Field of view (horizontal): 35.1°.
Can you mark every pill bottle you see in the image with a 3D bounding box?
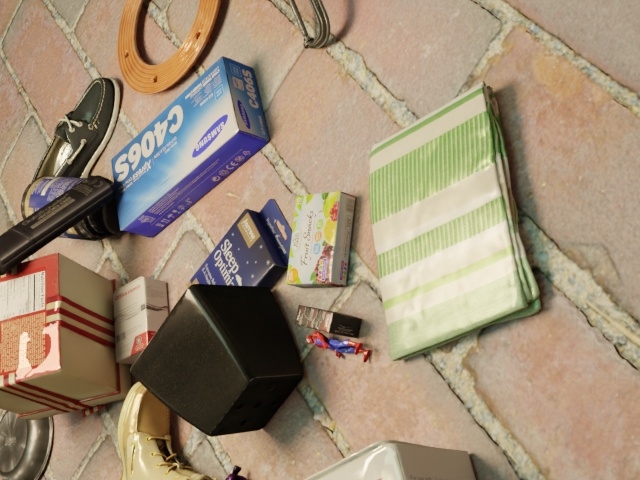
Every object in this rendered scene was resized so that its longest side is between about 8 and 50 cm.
[{"bbox_3d":[-0.470,-0.063,1.982,0.219,0.122,0.123,5,82,34],"label":"pill bottle"}]

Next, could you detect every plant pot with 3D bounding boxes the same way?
[{"bbox_3d":[-0.140,0.191,1.542,0.167,0.188,0.187,49,114,30],"label":"plant pot"}]

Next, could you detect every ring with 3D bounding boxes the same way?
[{"bbox_3d":[-0.294,-0.447,1.994,0.336,0.032,0.337,-15,69,43],"label":"ring"}]

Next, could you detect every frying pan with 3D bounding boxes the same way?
[{"bbox_3d":[-0.630,0.471,2.063,0.197,0.053,0.326,17,88,48],"label":"frying pan"}]

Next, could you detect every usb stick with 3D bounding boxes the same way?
[{"bbox_3d":[-0.486,-0.031,1.808,0.077,0.278,0.045,21,137,36],"label":"usb stick"}]

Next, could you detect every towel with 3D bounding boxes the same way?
[{"bbox_3d":[0.169,-0.024,1.381,0.247,0.038,0.325,-27,62,40],"label":"towel"}]

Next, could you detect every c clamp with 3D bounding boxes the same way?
[{"bbox_3d":[-0.030,-0.381,1.664,0.161,0.022,0.137,65,151,13],"label":"c clamp"}]

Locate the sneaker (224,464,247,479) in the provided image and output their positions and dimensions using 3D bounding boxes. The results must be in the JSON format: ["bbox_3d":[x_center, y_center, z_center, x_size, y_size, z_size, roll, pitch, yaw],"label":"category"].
[{"bbox_3d":[-0.096,0.423,1.493,0.223,0.083,0.098,32,94,46],"label":"sneaker"}]

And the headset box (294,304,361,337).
[{"bbox_3d":[0.014,0.119,1.478,0.083,0.062,0.032,10,87,47],"label":"headset box"}]

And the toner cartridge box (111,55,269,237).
[{"bbox_3d":[-0.244,-0.161,1.822,0.347,0.075,0.165,-36,56,34],"label":"toner cartridge box"}]

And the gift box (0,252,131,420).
[{"bbox_3d":[-0.509,0.179,1.851,0.276,0.258,0.255,-11,67,20],"label":"gift box"}]

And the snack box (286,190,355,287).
[{"bbox_3d":[0.000,0.000,1.547,0.100,0.037,0.141,-5,75,47],"label":"snack box"}]

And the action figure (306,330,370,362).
[{"bbox_3d":[0.020,0.154,1.480,0.115,0.038,0.030,12,71,47],"label":"action figure"}]

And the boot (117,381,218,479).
[{"bbox_3d":[-0.246,0.364,1.652,0.203,0.095,0.262,-5,76,46],"label":"boot"}]

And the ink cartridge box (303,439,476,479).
[{"bbox_3d":[0.085,0.472,1.226,0.279,0.160,0.385,-35,55,34],"label":"ink cartridge box"}]

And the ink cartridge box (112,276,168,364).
[{"bbox_3d":[-0.323,0.146,1.826,0.099,0.056,0.135,-27,61,38],"label":"ink cartridge box"}]

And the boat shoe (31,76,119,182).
[{"bbox_3d":[-0.511,-0.206,2.102,0.114,0.091,0.303,31,101,46],"label":"boat shoe"}]

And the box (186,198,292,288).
[{"bbox_3d":[-0.131,0.047,1.672,0.225,0.036,0.136,-49,48,23],"label":"box"}]
